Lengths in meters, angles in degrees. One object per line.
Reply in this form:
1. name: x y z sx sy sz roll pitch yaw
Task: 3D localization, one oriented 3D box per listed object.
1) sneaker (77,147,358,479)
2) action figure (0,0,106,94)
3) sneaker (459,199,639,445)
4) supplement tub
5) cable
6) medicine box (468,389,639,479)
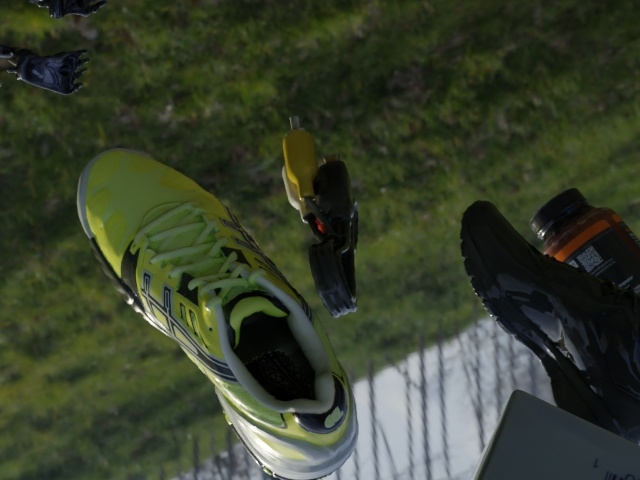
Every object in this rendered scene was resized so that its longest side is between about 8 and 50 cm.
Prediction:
1. sneaker: -0.089 0.043 1.078 0.145 0.384 0.147 -36 163 -23
2. action figure: -0.345 -0.210 1.099 0.276 0.164 0.141 13 -170 17
3. sneaker: 0.246 0.069 1.107 0.130 0.286 0.109 -38 175 20
4. supplement tub: 0.323 0.036 1.299 0.106 0.198 0.106 -31 161 -12
5. cable: 0.000 0.000 1.120 0.072 0.139 0.287 -12 -145 9
6. medicine box: 0.211 0.273 0.839 0.149 0.263 0.289 -60 168 -28
